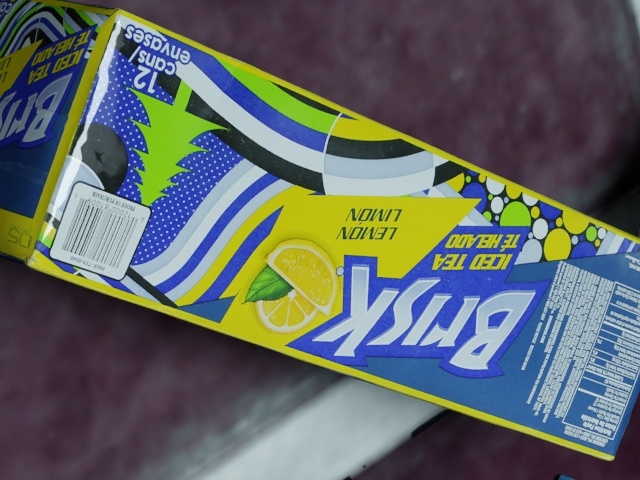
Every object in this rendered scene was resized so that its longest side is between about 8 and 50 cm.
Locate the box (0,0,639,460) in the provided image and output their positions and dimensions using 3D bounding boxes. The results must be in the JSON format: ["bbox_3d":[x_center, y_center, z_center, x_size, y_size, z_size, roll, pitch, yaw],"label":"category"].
[{"bbox_3d":[0.000,0.000,0.427,0.169,0.059,0.054,22,87,-37],"label":"box"}]

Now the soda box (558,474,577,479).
[{"bbox_3d":[0.128,0.127,0.453,0.067,0.210,0.071,37,79,-35],"label":"soda box"}]

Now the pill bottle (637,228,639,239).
[{"bbox_3d":[0.182,-0.054,0.507,0.117,0.117,0.215,39,78,-35],"label":"pill bottle"}]
